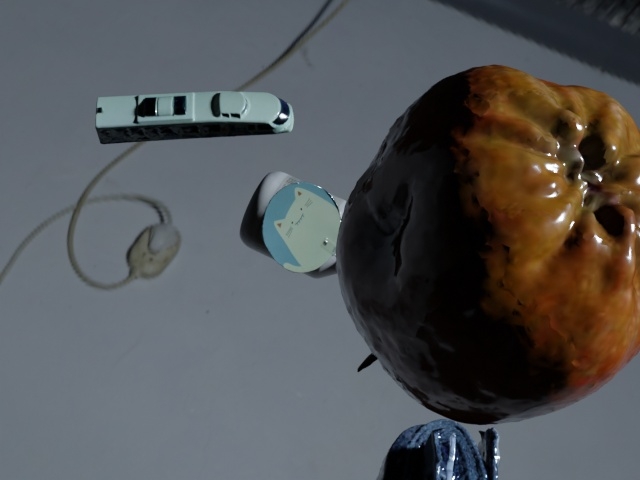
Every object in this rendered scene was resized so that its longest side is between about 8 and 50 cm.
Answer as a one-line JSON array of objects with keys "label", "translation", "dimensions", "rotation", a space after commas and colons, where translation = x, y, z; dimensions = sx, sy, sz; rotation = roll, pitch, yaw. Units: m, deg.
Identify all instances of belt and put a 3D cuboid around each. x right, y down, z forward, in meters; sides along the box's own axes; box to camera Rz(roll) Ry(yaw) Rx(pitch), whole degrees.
[{"label": "belt", "translation": [0.104, 0.272, 0.926], "dimensions": [0.122, 0.128, 0.218], "rotation": [6, 56, -3]}]

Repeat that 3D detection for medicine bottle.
[{"label": "medicine bottle", "translation": [-0.008, -0.012, 1.616], "dimensions": [0.215, 0.135, 0.135], "rotation": [25, 60, 7]}]

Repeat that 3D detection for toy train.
[{"label": "toy train", "translation": [-0.132, -0.132, 1.074], "dimensions": [0.207, 0.047, 0.043], "rotation": [-3, 60, -2]}]

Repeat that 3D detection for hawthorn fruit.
[{"label": "hawthorn fruit", "translation": [0.136, 0.006, 0.742], "dimensions": [0.258, 0.262, 0.258], "rotation": [0, 71, 1]}]

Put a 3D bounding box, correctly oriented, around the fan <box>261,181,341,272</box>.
[{"label": "fan", "translation": [0.000, 0.000, 1.275], "dimensions": [0.175, 0.005, 0.113], "rotation": [37, 75, -27]}]
